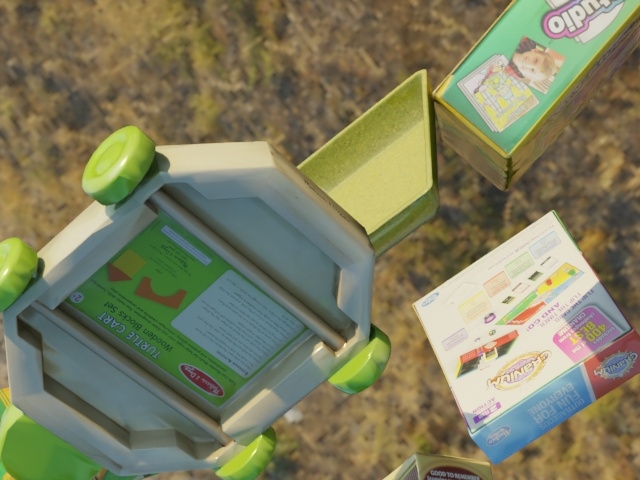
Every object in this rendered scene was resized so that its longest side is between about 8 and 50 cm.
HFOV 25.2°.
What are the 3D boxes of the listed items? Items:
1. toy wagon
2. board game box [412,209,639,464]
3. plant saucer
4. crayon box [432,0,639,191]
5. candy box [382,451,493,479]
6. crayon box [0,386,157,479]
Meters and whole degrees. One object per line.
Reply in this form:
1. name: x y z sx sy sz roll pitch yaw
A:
1. toy wagon: -0.127 0.078 1.047 0.267 0.344 0.068 41 -163 -29
2. board game box: 0.268 0.118 1.874 0.064 0.242 0.316 51 -170 -29
3. plant saucer: 0.046 -0.044 1.330 0.045 0.188 0.188 37 -148 -26
4. crayon box: 0.271 -0.230 1.459 0.106 0.363 0.313 41 -179 8
5. candy box: 0.087 0.360 1.195 0.183 0.088 0.316 -47 40 44
6. crayon box: -0.256 0.208 1.578 0.165 0.278 0.081 12 105 38
